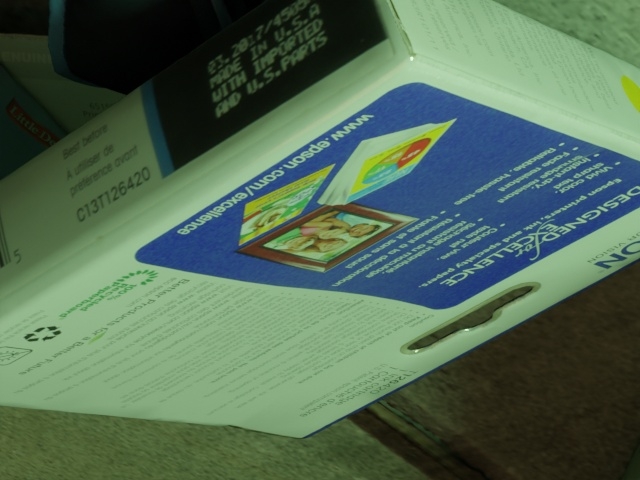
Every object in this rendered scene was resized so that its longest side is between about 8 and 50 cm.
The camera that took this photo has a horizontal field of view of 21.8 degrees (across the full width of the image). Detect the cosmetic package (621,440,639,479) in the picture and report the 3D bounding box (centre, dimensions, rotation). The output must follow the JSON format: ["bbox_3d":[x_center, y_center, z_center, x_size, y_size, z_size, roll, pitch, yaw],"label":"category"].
[{"bbox_3d":[0.248,0.214,1.013,0.160,0.113,0.309,14,144,6],"label":"cosmetic package"}]

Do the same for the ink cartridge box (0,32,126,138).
[{"bbox_3d":[-0.183,-0.029,0.924,0.275,0.060,0.239,5,129,19],"label":"ink cartridge box"}]

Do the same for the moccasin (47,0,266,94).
[{"bbox_3d":[-0.037,-0.163,0.635,0.116,0.138,0.342,15,159,-1],"label":"moccasin"}]

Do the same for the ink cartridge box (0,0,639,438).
[{"bbox_3d":[0.000,0.000,0.765,0.303,0.072,0.307,-31,157,29],"label":"ink cartridge box"}]

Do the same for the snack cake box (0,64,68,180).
[{"bbox_3d":[-0.258,-0.072,0.818,0.152,0.089,0.264,-28,114,39],"label":"snack cake box"}]
